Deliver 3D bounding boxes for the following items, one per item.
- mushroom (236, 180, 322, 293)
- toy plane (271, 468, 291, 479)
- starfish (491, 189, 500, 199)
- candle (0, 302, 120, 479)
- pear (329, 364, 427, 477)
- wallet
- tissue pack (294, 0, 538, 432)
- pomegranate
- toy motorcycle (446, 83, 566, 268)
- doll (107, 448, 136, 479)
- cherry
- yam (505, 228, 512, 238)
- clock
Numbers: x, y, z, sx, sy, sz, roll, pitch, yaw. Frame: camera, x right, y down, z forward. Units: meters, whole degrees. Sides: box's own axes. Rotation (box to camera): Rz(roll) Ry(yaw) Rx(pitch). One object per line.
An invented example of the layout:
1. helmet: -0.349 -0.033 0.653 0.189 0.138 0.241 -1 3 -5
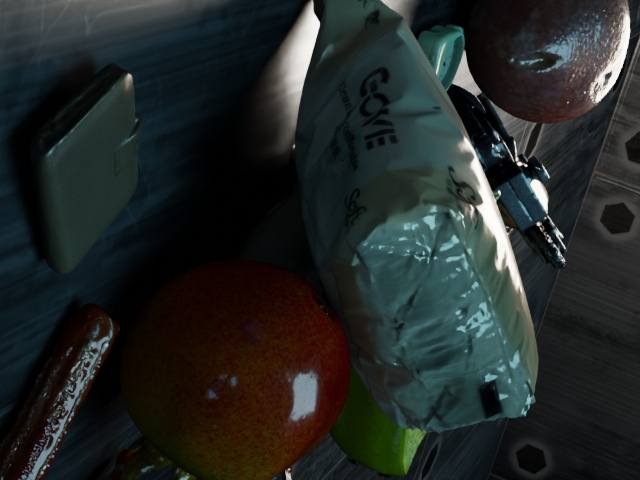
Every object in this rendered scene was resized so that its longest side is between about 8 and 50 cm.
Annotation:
1. mushroom: -0.031 0.001 1.437 0.116 0.093 0.225 52 43 -41
2. toy plane: -0.081 0.339 1.656 0.316 0.103 0.204 93 -8 -53
3. starfish: 0.120 -0.030 1.671 0.176 0.208 0.053 -56 -174 0
4. candle: -0.257 0.204 1.082 0.329 0.048 0.051 -63 153 -14
5. pear: 0.091 0.132 1.794 0.281 0.176 0.286 89 25 -47
6. wallet: -0.182 -0.057 1.007 0.118 0.039 0.152 -52 160 -35
7. tissue pack: 0.085 -0.025 1.352 0.390 0.195 0.375 65 10 -47
8. pomegranate: -0.092 0.139 1.232 0.256 0.221 0.221 -52 162 3
9. toy motorcycle: 0.265 -0.089 1.887 0.108 0.173 0.307 -33 120 7
10. doll: -0.224 0.297 1.268 0.104 0.062 0.194 -14 -133 57
11. cherry: 0.322 -0.294 1.871 0.307 0.221 0.261 -30 130 -49
12. yam: 0.222 0.082 2.181 0.131 0.131 0.279 -31 142 -61
13. clock: 0.159 -0.244 1.746 0.135 0.041 0.101 -40 147 -57
